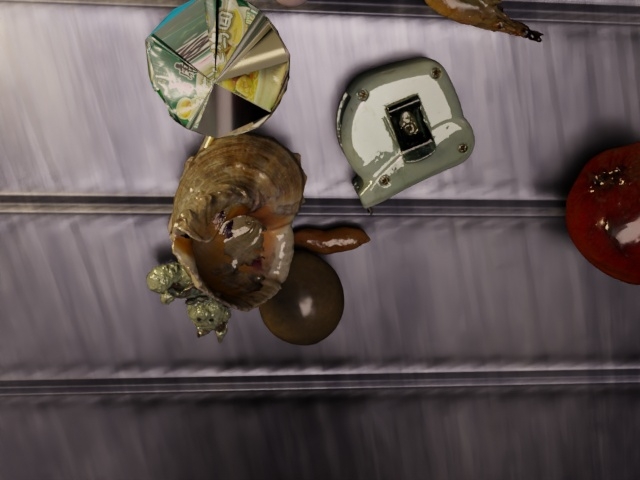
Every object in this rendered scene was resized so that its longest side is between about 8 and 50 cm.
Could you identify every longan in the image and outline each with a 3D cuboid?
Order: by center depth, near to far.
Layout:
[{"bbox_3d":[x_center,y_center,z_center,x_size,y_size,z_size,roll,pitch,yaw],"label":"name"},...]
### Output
[{"bbox_3d":[-0.038,0.111,1.693,0.167,0.167,0.187,-15,93,-2],"label":"longan"}]

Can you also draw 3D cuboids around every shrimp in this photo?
[{"bbox_3d":[0.305,-0.438,1.592,0.262,0.066,0.117,15,107,-14],"label":"shrimp"}]

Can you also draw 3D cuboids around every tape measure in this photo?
[{"bbox_3d":[0.146,-0.200,1.623,0.243,0.125,0.246,-26,111,2],"label":"tape measure"}]

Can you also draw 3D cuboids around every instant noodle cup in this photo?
[{"bbox_3d":[-0.171,-0.290,1.506,0.240,0.178,0.240,-1,97,-6],"label":"instant noodle cup"}]

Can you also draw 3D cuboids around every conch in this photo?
[{"bbox_3d":[-0.168,-0.028,1.552,0.352,0.210,0.297,-27,110,-45],"label":"conch"}]

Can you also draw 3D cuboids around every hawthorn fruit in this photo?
[{"bbox_3d":[0.626,-0.038,1.677,0.307,0.265,0.265,35,101,-23],"label":"hawthorn fruit"}]

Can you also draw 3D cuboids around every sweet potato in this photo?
[{"bbox_3d":[0.000,0.000,1.715,0.194,0.056,0.057,1,109,-2],"label":"sweet potato"}]

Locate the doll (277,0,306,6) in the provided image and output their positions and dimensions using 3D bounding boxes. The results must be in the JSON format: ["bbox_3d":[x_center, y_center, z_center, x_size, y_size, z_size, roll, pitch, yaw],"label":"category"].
[{"bbox_3d":[0.023,-0.505,1.514,0.365,0.094,0.160,-18,110,-2],"label":"doll"}]

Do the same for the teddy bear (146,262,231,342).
[{"bbox_3d":[-0.241,0.094,1.697,0.133,0.111,0.213,-9,137,17],"label":"teddy bear"}]

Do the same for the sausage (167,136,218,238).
[{"bbox_3d":[-0.230,-0.121,1.648,0.032,0.033,0.269,22,105,-14],"label":"sausage"}]
